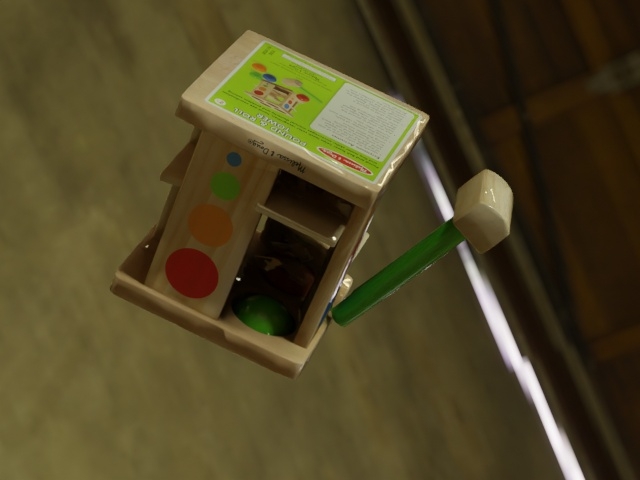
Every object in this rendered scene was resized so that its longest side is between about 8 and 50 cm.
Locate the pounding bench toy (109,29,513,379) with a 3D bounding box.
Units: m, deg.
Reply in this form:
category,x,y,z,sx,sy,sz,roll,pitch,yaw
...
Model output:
category,x,y,z,sx,sy,sz,roll,pitch,yaw
pounding bench toy,0.000,0.000,0.497,0.083,0.065,0.052,26,29,5
